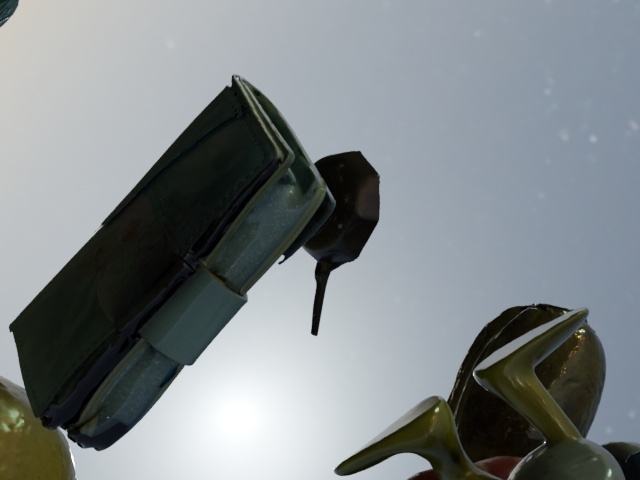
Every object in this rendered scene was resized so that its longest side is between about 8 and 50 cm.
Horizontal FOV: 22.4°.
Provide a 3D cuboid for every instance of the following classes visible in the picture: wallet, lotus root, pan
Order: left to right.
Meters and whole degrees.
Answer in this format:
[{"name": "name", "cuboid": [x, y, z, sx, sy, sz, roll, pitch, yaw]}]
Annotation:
[{"name": "wallet", "cuboid": [-0.109, 0.013, 1.119, 0.250, 0.075, 0.176, -47, -150, 9]}, {"name": "pan", "cuboid": [0.010, -0.002, 1.814, 0.128, 0.048, 0.202, -18, -112, 51]}, {"name": "lotus root", "cuboid": [0.194, 0.190, 1.648, 0.278, 0.154, 0.154, -61, -163, -9]}]

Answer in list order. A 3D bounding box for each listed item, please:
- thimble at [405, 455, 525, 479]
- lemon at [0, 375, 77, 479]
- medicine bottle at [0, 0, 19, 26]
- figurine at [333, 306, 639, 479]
[{"name": "thimble", "cuboid": [0.148, 0.367, 1.436, 0.350, 0.350, 0.230, -40, -134, 23]}, {"name": "lemon", "cuboid": [-0.323, 0.205, 1.384, 0.204, 0.260, 0.204, -54, -156, 38]}, {"name": "medicine bottle", "cuboid": [-0.346, -0.273, 1.218, 0.076, 0.309, 0.111, -39, 173, -25]}, {"name": "figurine", "cuboid": [0.195, 0.239, 1.152, 0.204, 0.338, 0.283, -35, 171, 3]}]
